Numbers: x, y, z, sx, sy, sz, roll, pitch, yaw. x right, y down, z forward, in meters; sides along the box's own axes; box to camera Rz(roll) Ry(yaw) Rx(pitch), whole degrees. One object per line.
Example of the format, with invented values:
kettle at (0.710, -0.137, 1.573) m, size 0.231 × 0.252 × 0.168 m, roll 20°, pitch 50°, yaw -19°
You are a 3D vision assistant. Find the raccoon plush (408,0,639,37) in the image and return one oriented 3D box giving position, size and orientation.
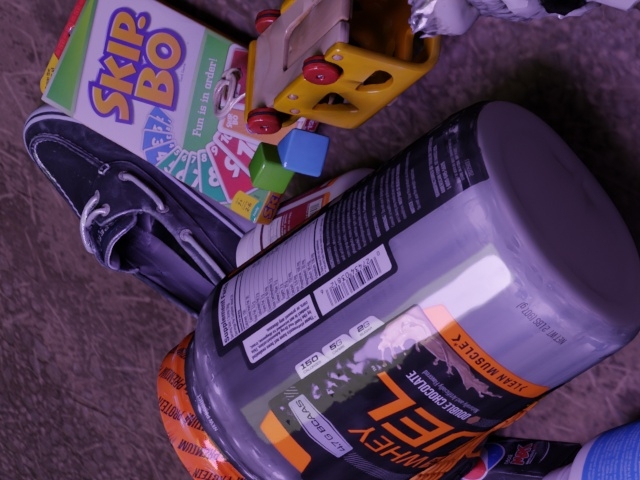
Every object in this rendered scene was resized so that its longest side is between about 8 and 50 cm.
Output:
raccoon plush at (0.103, -0.346, 1.268) m, size 0.446 × 0.216 × 0.299 m, roll 66°, pitch 151°, yaw 12°

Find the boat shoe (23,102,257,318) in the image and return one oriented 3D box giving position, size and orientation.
boat shoe at (-0.164, -0.019, 1.768) m, size 0.301 × 0.102 × 0.108 m, roll 37°, pitch 137°, yaw 17°

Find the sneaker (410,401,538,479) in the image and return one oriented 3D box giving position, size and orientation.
sneaker at (0.080, 0.134, 1.630) m, size 0.262 × 0.099 × 0.121 m, roll -46°, pitch 63°, yaw 20°

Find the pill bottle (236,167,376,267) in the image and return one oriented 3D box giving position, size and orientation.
pill bottle at (0.000, 0.000, 1.645) m, size 0.152 × 0.086 × 0.086 m, roll -22°, pitch 102°, yaw 49°

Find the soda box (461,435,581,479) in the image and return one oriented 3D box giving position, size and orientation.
soda box at (0.144, 0.202, 1.681) m, size 0.169 × 0.053 × 0.060 m, roll 0°, pitch 118°, yaw 42°

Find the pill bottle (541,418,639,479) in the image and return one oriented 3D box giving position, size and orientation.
pill bottle at (0.265, 0.191, 1.508) m, size 0.221 × 0.124 × 0.124 m, roll -26°, pitch 99°, yaw 49°

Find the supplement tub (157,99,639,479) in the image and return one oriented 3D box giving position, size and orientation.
supplement tub at (0.053, 0.064, 1.475) m, size 0.338 × 0.207 × 0.207 m, roll -35°, pitch 92°, yaw 27°

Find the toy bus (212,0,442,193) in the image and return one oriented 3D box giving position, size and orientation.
toy bus at (0.014, -0.136, 1.518) m, size 0.191 × 0.104 × 0.202 m, roll -67°, pitch 24°, yaw 19°

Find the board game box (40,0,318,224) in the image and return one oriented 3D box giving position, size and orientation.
board game box at (-0.123, -0.126, 1.663) m, size 0.259 × 0.039 × 0.124 m, roll 30°, pitch 99°, yaw 27°
